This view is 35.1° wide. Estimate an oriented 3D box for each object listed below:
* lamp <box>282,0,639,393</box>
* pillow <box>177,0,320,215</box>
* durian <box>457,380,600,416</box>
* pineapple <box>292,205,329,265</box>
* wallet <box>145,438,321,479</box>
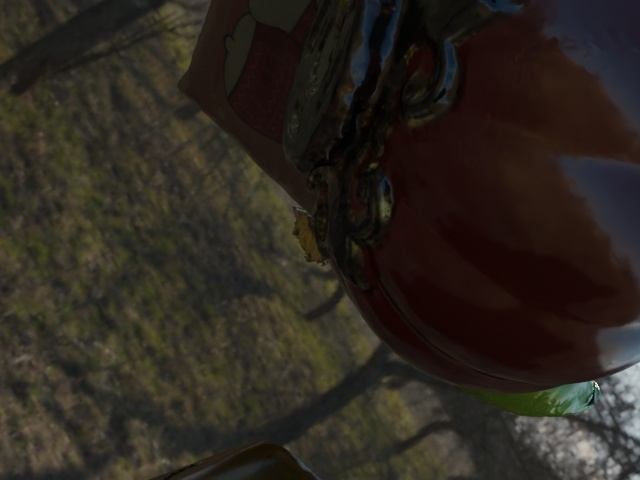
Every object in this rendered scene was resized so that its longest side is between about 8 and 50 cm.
[{"bbox_3d":[0.094,-0.046,0.430,0.227,0.227,0.227,62,2,-4],"label":"lamp"},{"bbox_3d":[0.003,-0.130,0.707,0.223,0.236,0.084,43,39,14],"label":"pillow"},{"bbox_3d":[0.142,0.052,0.808,0.250,0.139,0.101,54,-37,-5],"label":"durian"},{"bbox_3d":[0.000,0.000,0.891,0.083,0.019,0.045,24,-66,52],"label":"pineapple"},{"bbox_3d":[-0.014,0.154,0.361,0.195,0.042,0.161,40,26,28],"label":"wallet"}]
